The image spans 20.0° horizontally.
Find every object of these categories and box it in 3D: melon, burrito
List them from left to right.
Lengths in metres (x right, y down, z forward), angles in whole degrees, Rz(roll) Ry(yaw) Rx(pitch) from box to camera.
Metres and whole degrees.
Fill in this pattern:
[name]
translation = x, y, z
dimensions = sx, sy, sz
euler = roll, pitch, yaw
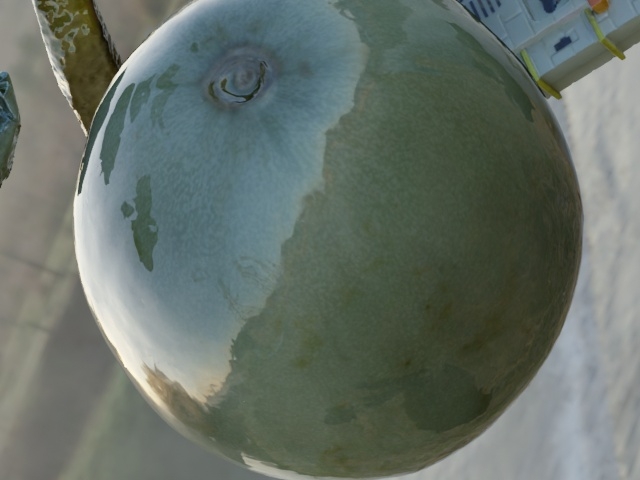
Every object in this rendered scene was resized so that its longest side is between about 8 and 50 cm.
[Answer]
[burrito]
translation = -0.330, -0.113, 1.864
dimensions = 0.074, 0.044, 0.118
euler = -74, 2, -48
[melon]
translation = 0.005, -0.006, 0.898
dimensions = 0.271, 0.272, 0.308
euler = -66, -12, 10

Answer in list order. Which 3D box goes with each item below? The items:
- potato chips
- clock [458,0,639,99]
[potato chips]
translation = -0.180, -0.112, 1.600
dimensions = 0.407, 0.057, 0.080
euler = 68, -171, -65
[clock]
translation = 0.222, -0.254, 1.808
dimensions = 0.255, 0.106, 0.219
euler = -31, 63, 20
